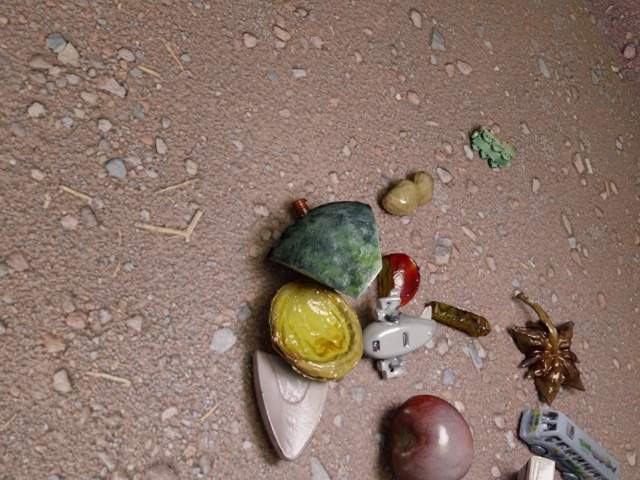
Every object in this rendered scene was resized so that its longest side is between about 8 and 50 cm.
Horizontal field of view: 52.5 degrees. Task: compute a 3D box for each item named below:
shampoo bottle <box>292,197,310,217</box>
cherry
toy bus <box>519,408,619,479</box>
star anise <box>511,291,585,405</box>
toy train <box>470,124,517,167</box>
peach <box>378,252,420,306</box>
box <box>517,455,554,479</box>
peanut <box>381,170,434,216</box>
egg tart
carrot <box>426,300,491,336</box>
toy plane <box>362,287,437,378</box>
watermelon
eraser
[{"bbox_3d":[-0.001,0.001,1.699,0.085,0.085,0.244,-27,88,-38],"label":"shampoo bottle"},{"bbox_3d":[0.292,0.511,1.633,0.239,0.206,0.239,16,53,-23],"label":"cherry"},{"bbox_3d":[0.748,0.627,1.947,0.330,0.136,0.109,40,53,-17],"label":"toy bus"},{"bbox_3d":[0.725,0.346,2.055,0.293,0.109,0.349,16,64,-35],"label":"star anise"},{"bbox_3d":[0.593,-0.328,2.238,0.176,0.074,0.118,40,45,-11],"label":"toy train"},{"bbox_3d":[0.216,0.112,1.799,0.127,0.092,0.172,38,54,-21],"label":"peach"},{"bbox_3d":[0.555,0.770,1.728,0.065,0.200,0.343,12,61,11],"label":"box"},{"bbox_3d":[0.272,-0.142,1.935,0.228,0.085,0.104,-29,80,-40],"label":"peanut"},{"bbox_3d":[-0.019,0.222,1.577,0.279,0.095,0.278,21,47,-25],"label":"egg tart"},{"bbox_3d":[0.404,0.230,1.903,0.229,0.069,0.068,22,62,-26],"label":"carrot"},{"bbox_3d":[0.205,0.248,1.724,0.245,0.117,0.244,-4,101,-25],"label":"toy plane"},{"bbox_3d":[0.043,0.024,1.610,0.289,0.320,0.213,-57,139,-32],"label":"watermelon"},{"bbox_3d":[-0.076,0.390,1.516,0.204,0.059,0.243,18,60,-29],"label":"eraser"}]
